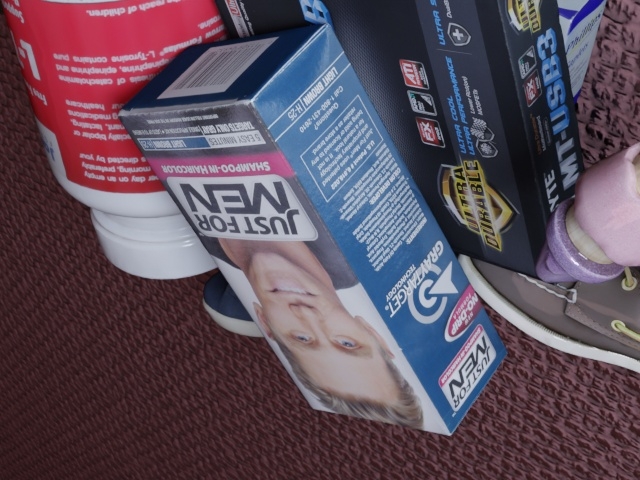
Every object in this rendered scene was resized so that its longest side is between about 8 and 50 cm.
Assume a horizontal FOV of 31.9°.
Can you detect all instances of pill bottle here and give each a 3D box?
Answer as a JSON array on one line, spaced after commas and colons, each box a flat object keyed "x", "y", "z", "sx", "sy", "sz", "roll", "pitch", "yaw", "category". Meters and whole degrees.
[{"x": -0.165, "y": -0.172, "z": 1.055, "sx": 0.229, "sy": 0.229, "sz": 0.407, "roll": 22, "pitch": 136, "yaw": 31, "category": "pill bottle"}]

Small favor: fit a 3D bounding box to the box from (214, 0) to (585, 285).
[{"x": 0.057, "y": -0.125, "z": 0.884, "sx": 0.293, "sy": 0.073, "sz": 0.295, "roll": 19, "pitch": 143, "yaw": 38, "category": "box"}]

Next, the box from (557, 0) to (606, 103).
[{"x": 0.145, "y": -0.164, "z": 0.871, "sx": 0.126, "sy": 0.072, "sz": 0.137, "roll": 32, "pitch": 148, "yaw": 21, "category": "box"}]

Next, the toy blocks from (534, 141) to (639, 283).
[{"x": 0.306, "y": 0.018, "z": 0.711, "sx": 0.309, "sy": 0.288, "sz": 0.260, "roll": 44, "pitch": 140, "yaw": 0, "category": "toy blocks"}]

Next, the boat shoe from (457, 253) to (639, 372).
[{"x": 0.270, "y": 0.054, "z": 0.925, "sx": 0.324, "sy": 0.116, "sz": 0.096, "roll": 29, "pitch": 136, "yaw": 17, "category": "boat shoe"}]

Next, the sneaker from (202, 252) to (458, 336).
[{"x": -0.003, "y": 0.003, "z": 1.146, "sx": 0.350, "sy": 0.131, "sz": 0.148, "roll": -10, "pitch": 118, "yaw": 38, "category": "sneaker"}]

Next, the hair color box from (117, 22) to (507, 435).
[{"x": 0.000, "y": 0.000, "z": 0.933, "sx": 0.174, "sy": 0.105, "sz": 0.347, "roll": 2, "pitch": 133, "yaw": 47, "category": "hair color box"}]

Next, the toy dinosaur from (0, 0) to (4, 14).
[{"x": -0.373, "y": -0.314, "z": 1.261, "sx": 0.313, "sy": 0.121, "sz": 0.160, "roll": 14, "pitch": 144, "yaw": 32, "category": "toy dinosaur"}]
